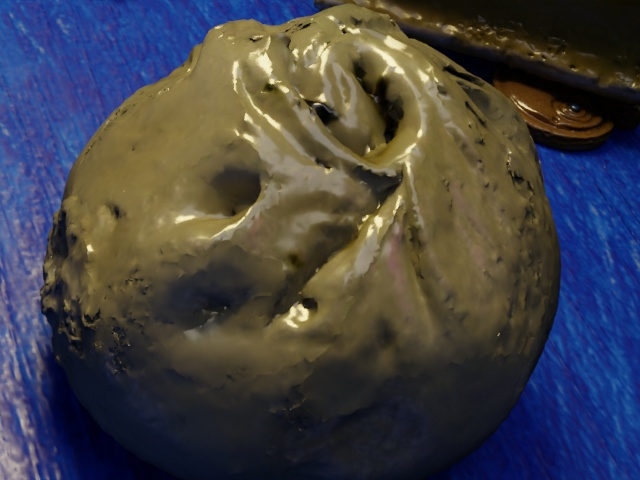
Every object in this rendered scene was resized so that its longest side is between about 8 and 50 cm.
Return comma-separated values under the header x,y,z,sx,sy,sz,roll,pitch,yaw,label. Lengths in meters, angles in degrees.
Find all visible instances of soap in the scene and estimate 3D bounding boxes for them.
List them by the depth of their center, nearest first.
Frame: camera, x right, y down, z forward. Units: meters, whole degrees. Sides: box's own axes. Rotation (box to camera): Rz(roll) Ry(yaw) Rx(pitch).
x,y,z,sx,sy,sz,roll,pitch,yaw,label
0.194,-0.289,1.400,0.338,0.169,0.304,17,43,6,soap

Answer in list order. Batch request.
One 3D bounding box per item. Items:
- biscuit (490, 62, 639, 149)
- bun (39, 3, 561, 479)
x,y,z,sx,sy,sz,roll,pitch,yaw,label
0.229,-0.135,1.364,0.175,0.026,0.124,-19,54,-37,biscuit
0.000,0.000,0.960,0.326,0.234,0.362,40,50,14,bun
